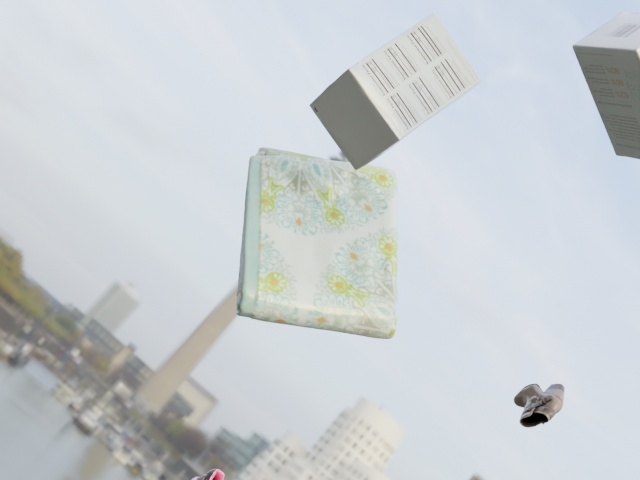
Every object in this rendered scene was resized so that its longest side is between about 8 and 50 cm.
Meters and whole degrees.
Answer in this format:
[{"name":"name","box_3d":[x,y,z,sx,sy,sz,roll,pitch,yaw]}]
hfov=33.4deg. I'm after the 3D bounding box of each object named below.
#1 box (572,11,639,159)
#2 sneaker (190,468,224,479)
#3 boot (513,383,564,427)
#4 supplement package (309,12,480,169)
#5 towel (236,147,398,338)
[{"name":"box","box_3d":[0.416,-0.191,1.345,0.170,0.091,0.130,61,-14,-23]},{"name":"sneaker","box_3d":[-0.137,0.353,1.405,0.047,0.057,0.119,31,29,-44]},{"name":"boot","box_3d":[0.347,0.273,1.747,0.042,0.087,0.118,51,-43,-6]},{"name":"supplement package","box_3d":[0.127,-0.256,1.863,0.149,0.203,0.194,54,-24,-3]},{"name":"towel","box_3d":[0.000,0.000,2.138,0.321,0.374,0.090,8,-26,-11]}]
